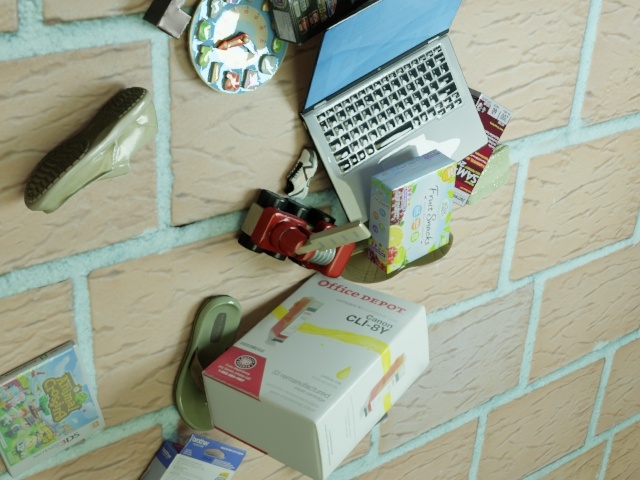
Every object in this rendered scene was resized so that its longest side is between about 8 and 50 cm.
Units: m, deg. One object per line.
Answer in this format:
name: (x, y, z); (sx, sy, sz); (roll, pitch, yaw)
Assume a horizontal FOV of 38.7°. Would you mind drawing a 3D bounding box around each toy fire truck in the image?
toy fire truck: (0.000, 0.000, 1.748); (0.217, 0.246, 0.158); (20, 100, -45)

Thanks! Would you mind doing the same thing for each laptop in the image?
laptop: (0.181, -0.279, 1.736); (0.382, 0.236, 0.408); (-32, 109, -21)

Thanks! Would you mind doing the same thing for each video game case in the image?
video game case: (-0.504, 0.307, 1.655); (0.193, 0.023, 0.212); (-28, 129, -26)

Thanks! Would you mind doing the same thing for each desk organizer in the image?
desk organizer: (-0.226, -0.396, 1.475); (0.050, 0.047, 0.130); (28, 94, -48)

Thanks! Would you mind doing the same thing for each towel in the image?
towel: (0.394, -0.155, 2.151); (0.148, 0.027, 0.110); (-31, 129, -23)

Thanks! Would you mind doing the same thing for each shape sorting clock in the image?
shape sorting clock: (-0.137, -0.352, 1.579); (0.206, 0.040, 0.206); (-20, 126, -31)

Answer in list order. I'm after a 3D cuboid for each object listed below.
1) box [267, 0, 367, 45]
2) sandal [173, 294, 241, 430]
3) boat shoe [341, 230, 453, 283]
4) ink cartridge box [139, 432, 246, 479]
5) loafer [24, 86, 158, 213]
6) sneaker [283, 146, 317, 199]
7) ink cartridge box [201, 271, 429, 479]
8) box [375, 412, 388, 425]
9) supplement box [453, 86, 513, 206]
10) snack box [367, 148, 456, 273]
box: (-0.011, -0.505, 1.564); (0.216, 0.060, 0.270); (-38, 134, -28)
sandal: (-0.216, 0.256, 1.825); (0.120, 0.086, 0.302); (-6, 117, -38)
boat shoe: (0.149, 0.012, 1.992); (0.302, 0.098, 0.109); (-15, 134, -31)
ink cartridge box: (-0.308, 0.542, 1.929); (0.186, 0.065, 0.311); (33, 93, -46)
loafer: (-0.358, -0.132, 1.473); (0.268, 0.102, 0.092); (-45, 129, -12)
sneaker: (-0.039, -0.131, 1.788); (0.044, 0.040, 0.109); (2, 112, -39)
ink cartridge box: (0.000, 0.250, 1.806); (0.385, 0.279, 0.160); (-40, 135, -41)
box: (0.048, 0.404, 2.154); (0.233, 0.059, 0.183); (-31, 130, -24)
supplement box: (0.314, -0.207, 2.021); (0.130, 0.073, 0.239); (19, 101, -43)
snack box: (0.184, -0.060, 1.841); (0.174, 0.070, 0.207); (-24, 134, -30)
